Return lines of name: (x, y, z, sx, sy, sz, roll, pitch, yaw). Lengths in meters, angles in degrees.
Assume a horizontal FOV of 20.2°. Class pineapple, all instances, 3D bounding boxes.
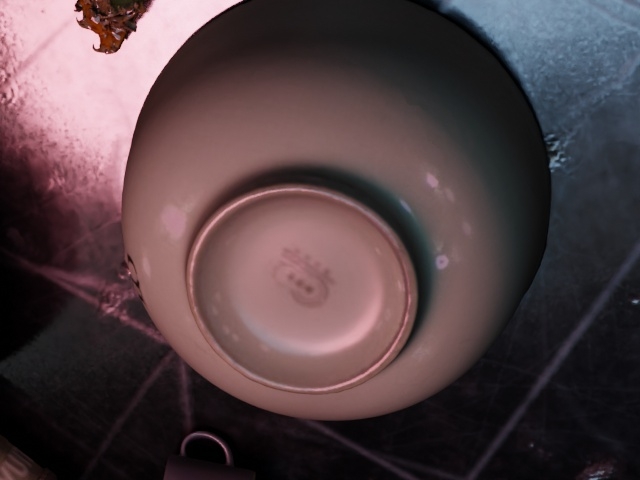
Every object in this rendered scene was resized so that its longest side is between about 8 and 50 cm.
pineapple: (-0.153, -0.189, 1.380, 0.077, 0.114, 0.114, -8, 118, -7)

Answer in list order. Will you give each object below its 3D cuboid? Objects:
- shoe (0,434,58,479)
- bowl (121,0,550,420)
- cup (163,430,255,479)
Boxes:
shoe: (-0.371, 0.276, 1.590, 0.293, 0.109, 0.149, -42, 94, -6)
bowl: (0.000, 0.000, 1.385, 0.353, 0.185, 0.354, 4, 115, 8)
cup: (-0.097, 0.218, 1.570, 0.077, 0.078, 0.100, 7, 85, 1)
